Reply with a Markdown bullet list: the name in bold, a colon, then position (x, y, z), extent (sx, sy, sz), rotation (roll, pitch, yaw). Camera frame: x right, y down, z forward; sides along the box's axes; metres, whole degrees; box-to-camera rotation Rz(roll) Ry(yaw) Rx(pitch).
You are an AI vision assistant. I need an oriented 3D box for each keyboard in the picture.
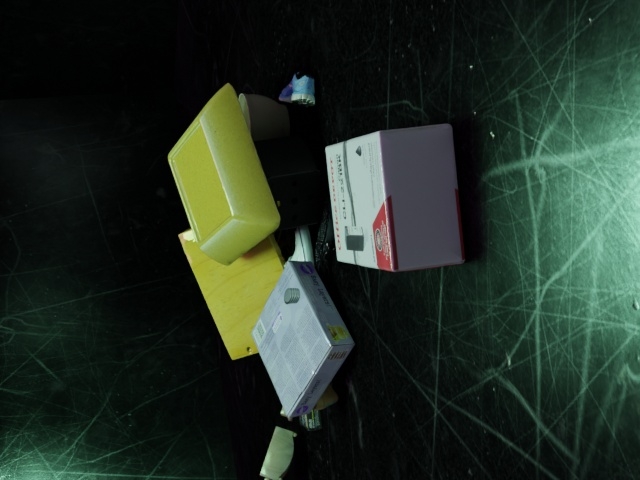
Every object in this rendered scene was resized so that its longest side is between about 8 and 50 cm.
- **keyboard**: position (0.000, 0.000, 1.814), extent (0.192, 0.038, 0.100), rotation (100, 158, -48)

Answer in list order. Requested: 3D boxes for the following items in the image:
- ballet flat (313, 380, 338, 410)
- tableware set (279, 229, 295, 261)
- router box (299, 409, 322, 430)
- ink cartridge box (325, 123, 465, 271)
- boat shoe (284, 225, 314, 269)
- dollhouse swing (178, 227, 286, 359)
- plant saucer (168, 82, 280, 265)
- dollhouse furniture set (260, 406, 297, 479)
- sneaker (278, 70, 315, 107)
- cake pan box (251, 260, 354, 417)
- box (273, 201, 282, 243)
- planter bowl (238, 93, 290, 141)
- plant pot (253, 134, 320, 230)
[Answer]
- **ballet flat**: position (-0.023, 0.295, 1.941), extent (0.080, 0.073, 0.232), rotation (103, 151, -46)
- **tableware set**: position (-0.083, 0.049, 2.160), extent (0.154, 0.024, 0.104), rotation (-116, 25, -50)
- **router box**: position (-0.031, 0.409, 2.094), extent (0.092, 0.038, 0.122), rotation (173, 90, -75)
- **ink cartridge box**: position (0.104, -0.062, 1.260), extent (0.273, 0.114, 0.197), rotation (-173, 77, -75)
- **boat shoe**: position (-0.051, 0.076, 1.930), extent (0.083, 0.076, 0.226), rotation (-118, 22, -83)
- **dollhouse swing**: position (-0.163, 0.081, 2.170), extent (0.346, 0.315, 0.305), rotation (68, -154, -6)
- **plant saucer**: position (-0.237, -0.130, 1.845), extent (0.333, 0.081, 0.332), rotation (-34, 73, 58)
- **dollhouse furniture set**: position (-0.069, 0.669, 2.349), extent (0.303, 0.174, 0.355), rotation (89, -161, -70)
- **sneaker**: position (-0.043, -0.333, 1.822), extent (0.162, 0.063, 0.073), rotation (-160, 82, -69)
- **cake pan box**: position (-0.049, 0.220, 1.837), extent (0.267, 0.070, 0.245), rotation (-62, 41, 35)
- **box**: position (-0.176, -0.077, 2.327), extent (0.322, 0.079, 0.257), rotation (112, 153, -60)
- **planter bowl**: position (-0.137, -0.286, 2.057), extent (0.162, 0.109, 0.162), rotation (173, 90, -74)
- **plant pot**: position (-0.093, -0.115, 1.858), extent (0.167, 0.188, 0.187), rotation (-140, 45, -56)
